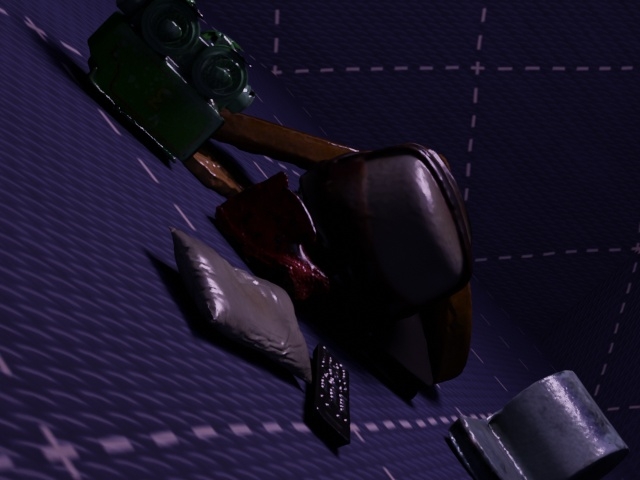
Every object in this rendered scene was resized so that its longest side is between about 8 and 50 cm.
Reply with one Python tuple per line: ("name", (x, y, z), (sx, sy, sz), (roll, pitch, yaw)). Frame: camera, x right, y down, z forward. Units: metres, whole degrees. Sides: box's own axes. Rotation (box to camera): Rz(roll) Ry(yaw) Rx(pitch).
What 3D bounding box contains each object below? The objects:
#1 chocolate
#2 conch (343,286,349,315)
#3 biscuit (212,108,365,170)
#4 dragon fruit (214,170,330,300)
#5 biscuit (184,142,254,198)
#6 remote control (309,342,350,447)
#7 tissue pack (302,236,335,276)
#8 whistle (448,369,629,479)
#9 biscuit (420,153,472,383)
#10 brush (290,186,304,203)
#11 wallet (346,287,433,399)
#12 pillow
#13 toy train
("chocolate", (0.120, -0.035, 1.804), (0.284, 0.186, 0.284), (52, 18, -25))
("conch", (0.074, 0.077, 2.028), (0.065, 0.088, 0.180), (17, 19, 8))
("biscuit", (-0.075, -0.166, 2.036), (0.367, 0.063, 0.314), (16, 4, -10))
("dragon fruit", (-0.046, 0.002, 1.722), (0.192, 0.122, 0.092), (49, -1, 15))
("biscuit", (-0.158, -0.109, 1.941), (0.236, 0.040, 0.144), (30, 25, -55))
("remote control", (0.010, 0.184, 1.476), (0.063, 0.025, 0.245), (51, 9, -9))
("tissue pack", (0.000, 0.000, 2.040), (0.120, 0.082, 0.169), (51, 9, 6))
("whistle", (0.345, 0.350, 2.022), (0.404, 0.188, 0.168), (-10, 56, -39))
("biscuit", (0.189, 0.040, 2.096), (0.350, 0.070, 0.394), (101, -16, -61))
("brush", (-0.038, -0.083, 2.430), (0.063, 0.016, 0.193), (47, 9, -11))
("wallet", (0.098, 0.071, 1.956), (0.197, 0.051, 0.378), (43, 27, -36))
("pillow", (-0.089, 0.077, 1.401), (0.229, 0.050, 0.148), (35, 17, -52))
("toy train", (-0.217, -0.245, 1.729), (0.243, 0.188, 0.132), (44, 5, -25))
